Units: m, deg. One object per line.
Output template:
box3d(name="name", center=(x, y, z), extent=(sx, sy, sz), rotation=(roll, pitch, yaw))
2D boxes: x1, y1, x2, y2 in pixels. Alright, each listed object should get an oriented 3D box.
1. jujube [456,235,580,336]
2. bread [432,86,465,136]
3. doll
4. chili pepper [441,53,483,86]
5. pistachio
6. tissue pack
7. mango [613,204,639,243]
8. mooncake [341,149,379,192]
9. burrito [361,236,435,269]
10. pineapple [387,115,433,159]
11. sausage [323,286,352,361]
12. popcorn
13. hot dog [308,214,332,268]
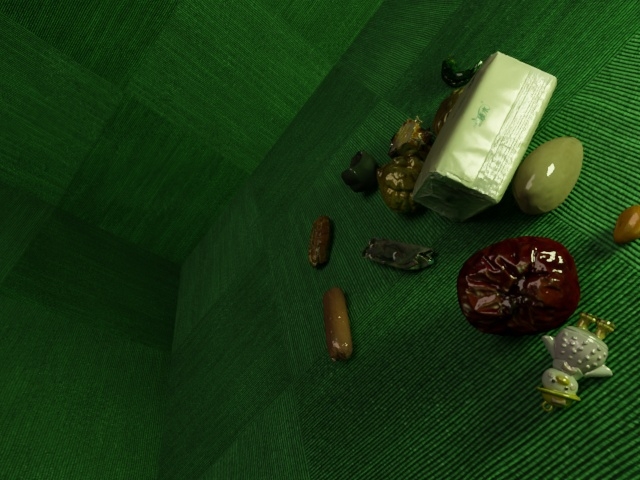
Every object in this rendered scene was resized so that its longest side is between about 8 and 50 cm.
box3d(name="jujube", center=(0.427, 0.101, 0.894), extent=(0.232, 0.213, 0.213), rotation=(-19, 47, 36))
box3d(name="bread", center=(0.478, -0.446, 1.446), extent=(0.213, 0.105, 0.213), rotation=(-41, 33, 34))
box3d(name="doll", center=(0.484, 0.237, 0.796), extent=(0.129, 0.081, 0.207), rotation=(29, 89, 27))
box3d(name="chili pepper", center=(0.532, -0.679, 1.626), extent=(0.122, 0.065, 0.279), rotation=(-40, 35, 14))
box3d(name="pistachio", center=(0.564, -0.163, 1.029), extent=(0.226, 0.136, 0.136), rotation=(-53, 28, -7))
box3d(name="tissue pack", center=(0.436, -0.266, 1.151), extent=(0.380, 0.207, 0.297), rotation=(-62, -4, -9))
box3d(name="mango", center=(0.642, -0.031, 0.853), extent=(0.089, 0.046, 0.060), rotation=(-62, 24, 20))
box3d(name="mooncake", center=(0.161, -0.287, 1.715), extent=(0.104, 0.175, 0.168), rotation=(-17, 90, 45))
box3d(name="burrito", center=(0.249, 0.047, 1.362), extent=(0.309, 0.066, 0.096), rotation=(10, 69, 57))
box3d(name="pineapple", center=(0.346, -0.377, 1.600), extent=(0.186, 0.114, 0.236), rotation=(-46, 21, 23))
box3d(name="sausage", center=(0.056, 0.281, 1.415), extent=(0.086, 0.086, 0.289), rotation=(-42, 34, 27))
box3d(name="popcorn", center=(0.304, -0.202, 1.431), extent=(0.203, 0.200, 0.226), rotation=(-20, 6, 11))
box3d(name="hot dog", center=(0.000, 0.000, 1.792), extent=(0.115, 0.072, 0.269), rotation=(-26, 41, 32))
